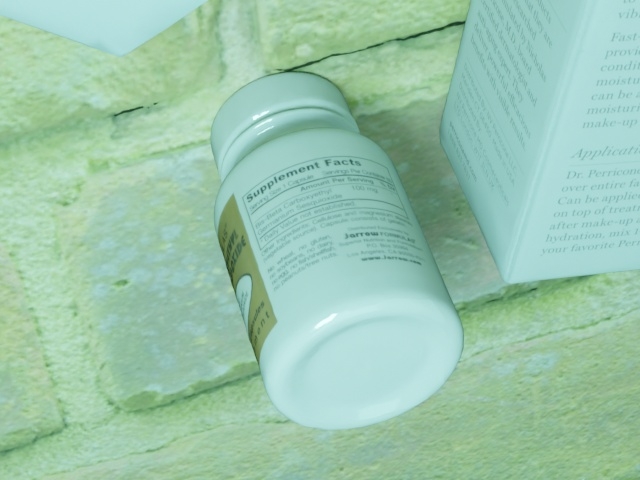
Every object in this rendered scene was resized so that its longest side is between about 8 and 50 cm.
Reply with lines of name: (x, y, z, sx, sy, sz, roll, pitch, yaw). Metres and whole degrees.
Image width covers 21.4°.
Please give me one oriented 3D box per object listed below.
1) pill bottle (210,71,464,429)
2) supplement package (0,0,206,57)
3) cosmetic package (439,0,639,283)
pill bottle: (0.000, 0.000, 1.123, 0.131, 0.229, 0.131, -11, 139, -10)
supplement package: (-0.151, -0.223, 0.832, 0.261, 0.145, 0.204, 17, 154, -34)
cosmetic package: (0.239, -0.190, 1.064, 0.230, 0.161, 0.453, -5, 137, -16)
